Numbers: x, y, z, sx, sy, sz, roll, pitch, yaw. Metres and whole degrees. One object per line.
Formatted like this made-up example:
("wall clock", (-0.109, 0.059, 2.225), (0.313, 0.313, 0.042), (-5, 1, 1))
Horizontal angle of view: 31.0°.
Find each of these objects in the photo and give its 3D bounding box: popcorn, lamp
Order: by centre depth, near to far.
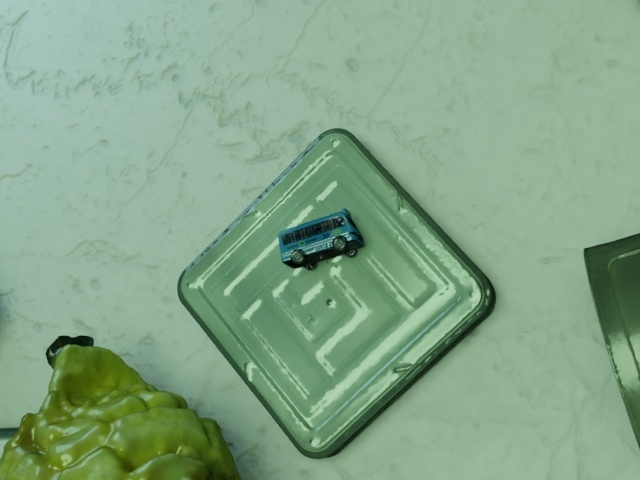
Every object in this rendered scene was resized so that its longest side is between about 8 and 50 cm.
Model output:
("popcorn", (-0.187, 0.275, 1.154), (0.237, 0.293, 0.292), (4, 81, 38))
("lamp", (0.011, 0.055, 1.231), (0.266, 0.047, 0.269), (-45, 68, 8))

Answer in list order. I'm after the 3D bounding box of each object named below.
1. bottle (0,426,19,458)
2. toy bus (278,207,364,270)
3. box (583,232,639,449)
("bottle", (-0.367, 0.259, 1.317), (0.254, 0.079, 0.096), (-7, 116, 19))
("toy bus", (0.000, 0.000, 1.199), (0.083, 0.038, 0.046), (-18, 71, 16))
("box", (0.336, 0.092, 1.012), (0.149, 0.226, 0.226), (-19, 75, 16))
